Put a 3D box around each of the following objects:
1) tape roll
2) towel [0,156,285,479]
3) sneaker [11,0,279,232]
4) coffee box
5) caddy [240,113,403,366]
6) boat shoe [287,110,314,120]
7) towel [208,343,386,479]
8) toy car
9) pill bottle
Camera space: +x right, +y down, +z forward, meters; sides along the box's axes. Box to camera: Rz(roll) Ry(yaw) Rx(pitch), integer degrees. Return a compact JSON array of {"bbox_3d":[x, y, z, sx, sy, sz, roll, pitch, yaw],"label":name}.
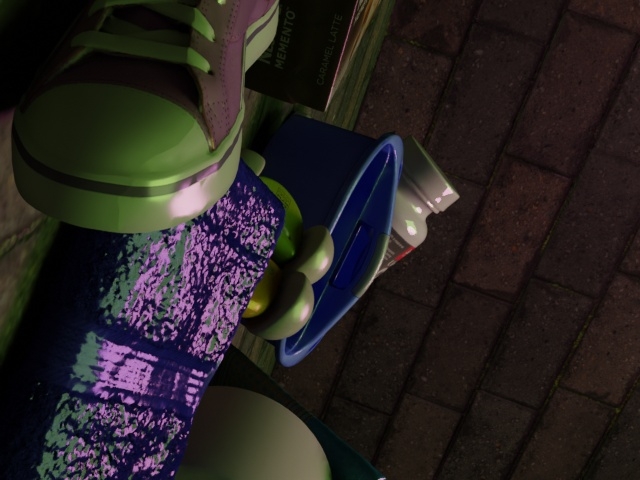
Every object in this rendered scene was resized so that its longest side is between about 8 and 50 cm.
[{"bbox_3d":[-0.117,0.296,0.870,0.169,0.246,0.246,-61,171,-71],"label":"tape roll"},{"bbox_3d":[-0.121,0.071,0.592,0.227,0.076,0.308,54,55,-72],"label":"towel"},{"bbox_3d":[-0.072,-0.136,0.392,0.282,0.102,0.161,-83,-175,-51],"label":"sneaker"},{"bbox_3d":[0.008,-0.261,0.845,0.246,0.098,0.141,-67,176,-47],"label":"coffee box"},{"bbox_3d":[0.000,0.000,1.117,0.341,0.179,0.241,-64,163,0],"label":"caddy"},{"bbox_3d":[-0.008,-0.147,1.340,0.302,0.094,0.109,-56,165,-75],"label":"boat shoe"},{"bbox_3d":[-0.081,0.309,1.061,0.040,0.370,0.271,4,113,-45],"label":"towel"},{"bbox_3d":[-0.085,0.014,0.818,0.136,0.159,0.182,-29,-156,35],"label":"toy car"},{"bbox_3d":[0.062,-0.026,1.369,0.318,0.176,0.176,-38,-176,12],"label":"pill bottle"}]
